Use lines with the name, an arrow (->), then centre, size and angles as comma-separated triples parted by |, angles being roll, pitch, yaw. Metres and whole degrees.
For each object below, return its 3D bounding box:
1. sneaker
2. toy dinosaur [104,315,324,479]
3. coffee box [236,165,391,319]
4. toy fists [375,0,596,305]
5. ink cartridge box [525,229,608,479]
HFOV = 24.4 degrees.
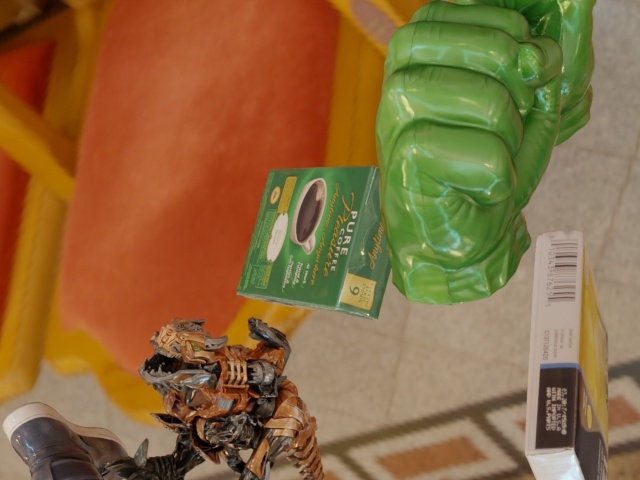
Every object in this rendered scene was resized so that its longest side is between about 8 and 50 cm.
sneaker -> -0.277, 0.296, 1.763 | 0.086, 0.163, 0.226 | -40, 148, 7
toy dinosaur -> -0.081, 0.198, 1.504 | 0.322, 0.218, 0.164 | 38, 174, -29
coffee box -> 0.000, 0.000, 1.150 | 0.040, 0.113, 0.184 | 18, 172, -26
toy fists -> 0.105, -0.094, 0.856 | 0.096, 0.279, 0.142 | 5, 129, 25
ink cartridge box -> 0.310, 0.200, 1.785 | 0.072, 0.304, 0.307 | -7, 141, 19
